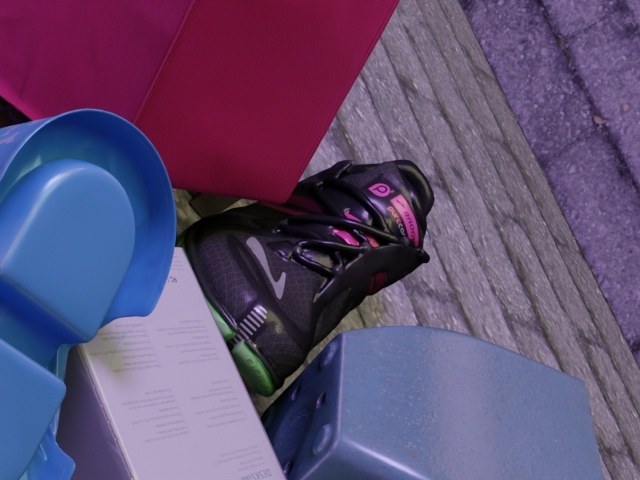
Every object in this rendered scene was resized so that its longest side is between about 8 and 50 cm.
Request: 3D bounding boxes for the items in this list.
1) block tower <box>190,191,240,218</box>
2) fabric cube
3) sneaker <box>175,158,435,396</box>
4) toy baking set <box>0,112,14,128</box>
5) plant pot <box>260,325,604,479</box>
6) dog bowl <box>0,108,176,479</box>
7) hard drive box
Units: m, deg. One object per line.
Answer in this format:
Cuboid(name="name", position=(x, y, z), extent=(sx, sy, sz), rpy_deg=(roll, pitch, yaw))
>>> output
Cuboid(name="block tower", position=(-0.088, -0.150, 1.272), extent=(0.097, 0.091, 0.335), rpy_deg=(49, 25, -17))
Cuboid(name="fabric cube", position=(-0.130, -0.208, 0.964), extent=(0.259, 0.254, 0.258), rpy_deg=(38, 18, 28))
Cuboid(name="sneaker", position=(0.000, 0.000, 1.118), extent=(0.185, 0.202, 0.483), rpy_deg=(54, 24, -6))
Cuboid(name="toy baking set", position=(-0.304, -0.085, 0.839), extent=(0.256, 0.030, 0.196), rpy_deg=(57, 15, -33))
Cuboid(name="plant pot", position=(0.077, 0.220, 0.970), extent=(0.252, 0.248, 0.247), rpy_deg=(31, 32, -17))
Cuboid(name="dog bowl", position=(-0.200, 0.053, 0.674), extent=(0.166, 0.074, 0.297), rpy_deg=(51, 56, -50))
Cuboid(name="hard drive box", position=(-0.145, 0.123, 0.839), extent=(0.181, 0.089, 0.232), rpy_deg=(4, 57, -60))
